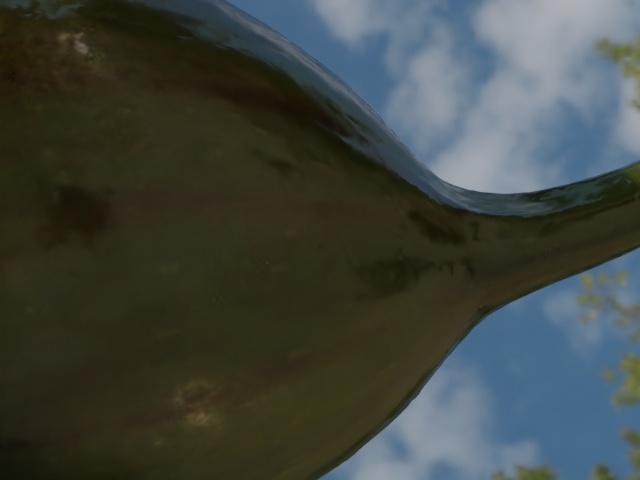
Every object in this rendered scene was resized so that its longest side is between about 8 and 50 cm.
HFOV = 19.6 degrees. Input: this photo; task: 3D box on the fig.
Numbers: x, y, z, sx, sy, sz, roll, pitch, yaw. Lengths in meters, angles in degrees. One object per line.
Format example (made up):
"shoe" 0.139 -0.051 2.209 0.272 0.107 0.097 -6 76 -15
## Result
"fig" 0.000 0.000 0.450 0.259 0.151 0.151 -4 -78 -2
